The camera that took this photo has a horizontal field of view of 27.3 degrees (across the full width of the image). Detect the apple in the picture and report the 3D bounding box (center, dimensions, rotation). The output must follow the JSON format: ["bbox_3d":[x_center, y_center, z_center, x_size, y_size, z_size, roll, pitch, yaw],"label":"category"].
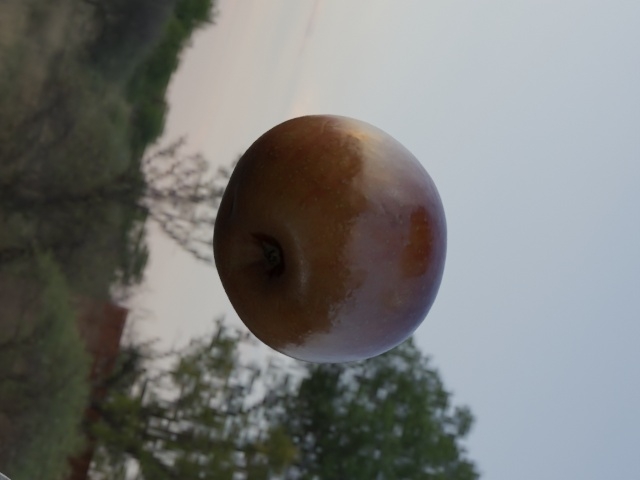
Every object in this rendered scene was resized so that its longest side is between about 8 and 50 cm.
[{"bbox_3d":[0.000,0.000,1.042,0.201,0.162,0.201,3,-86,41],"label":"apple"}]

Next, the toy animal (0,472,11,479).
[{"bbox_3d":[-0.285,0.279,0.942,0.156,0.204,0.208,-28,-135,34],"label":"toy animal"}]
